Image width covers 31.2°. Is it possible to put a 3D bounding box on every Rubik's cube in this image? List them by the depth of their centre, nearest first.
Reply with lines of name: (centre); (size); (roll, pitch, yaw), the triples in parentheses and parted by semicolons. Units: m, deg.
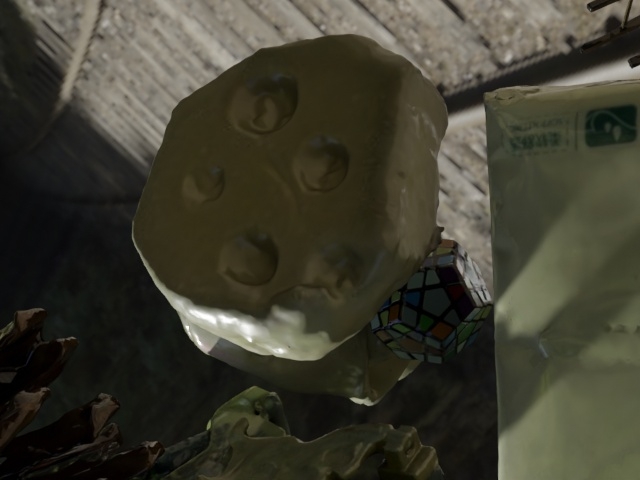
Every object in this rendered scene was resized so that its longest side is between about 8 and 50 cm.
Rubik's cube: (0.109, 0.060, 1.169); (0.111, 0.133, 0.133); (8, -172, -31)

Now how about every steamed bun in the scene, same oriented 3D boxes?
steamed bun: (0.000, 0.000, 1.334); (0.352, 0.247, 0.339); (20, -150, -19)

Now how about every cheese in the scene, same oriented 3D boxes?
cheese: (-0.022, -0.049, 1.098); (0.115, 0.326, 0.318); (41, -167, -53)

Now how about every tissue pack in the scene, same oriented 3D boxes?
tissue pack: (0.291, 0.046, 0.593); (0.380, 0.297, 0.207); (-5, 180, 35)

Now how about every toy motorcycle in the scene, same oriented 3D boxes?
toy motorcycle: (-0.039, 0.275, 1.216); (0.410, 0.237, 0.169); (13, 128, 40)

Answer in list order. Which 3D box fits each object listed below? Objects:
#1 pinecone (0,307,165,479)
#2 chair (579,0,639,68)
pinecone: (-0.253, 0.213, 0.811); (0.384, 0.384, 0.384); (40, 169, 9)
chair: (0.590, -0.360, 1.812); (0.160, 0.319, 0.186); (62, 177, 23)
